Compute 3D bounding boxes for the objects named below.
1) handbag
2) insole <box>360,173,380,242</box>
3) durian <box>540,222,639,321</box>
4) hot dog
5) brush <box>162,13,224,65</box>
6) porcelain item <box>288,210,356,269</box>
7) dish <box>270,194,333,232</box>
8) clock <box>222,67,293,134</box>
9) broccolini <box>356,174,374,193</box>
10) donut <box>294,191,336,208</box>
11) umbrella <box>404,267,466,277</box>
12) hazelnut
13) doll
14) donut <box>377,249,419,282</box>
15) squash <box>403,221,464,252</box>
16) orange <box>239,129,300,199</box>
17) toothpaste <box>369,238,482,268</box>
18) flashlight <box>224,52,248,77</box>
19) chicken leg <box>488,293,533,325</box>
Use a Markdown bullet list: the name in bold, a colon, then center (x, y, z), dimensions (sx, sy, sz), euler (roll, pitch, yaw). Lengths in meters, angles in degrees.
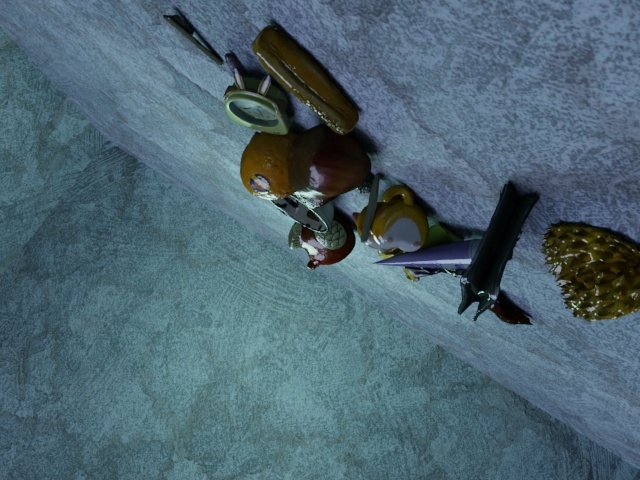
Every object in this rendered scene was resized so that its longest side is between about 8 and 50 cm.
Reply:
- **handbag**: center (0.374, 0.036, 1.219), dimensions (0.079, 0.247, 0.260), euler (23, 165, 18)
- **insole**: center (0.136, -0.086, 1.524), dimensions (0.010, 0.191, 0.063), euler (12, 180, -12)
- **durian**: center (0.554, 0.047, 1.174), dimensions (0.195, 0.186, 0.305), euler (60, 170, -13)
- **hot dog**: center (-0.028, -0.336, 1.205), dimensions (0.289, 0.083, 0.068), euler (40, -174, -29)
- **brush**: center (-0.308, -0.501, 1.405), dimensions (0.034, 0.027, 0.190), euler (28, 175, 43)
- **porcelain item**: center (0.000, 0.000, 2.132), dimensions (0.253, 0.252, 0.253), euler (32, 169, 7)
- **dish**: center (-0.060, -0.150, 1.937), dimensions (0.303, 0.120, 0.303), euler (32, 167, 8)
- **clock**: center (-0.159, -0.351, 1.427), dimensions (0.170, 0.069, 0.232), euler (17, 167, 5)
- **broccolini**: center (0.085, -0.165, 1.643), dimensions (0.067, 0.058, 0.216), euler (35, 170, -28)
- **donut**: center (-0.005, -0.153, 1.673), dimensions (0.085, 0.141, 0.217), euler (53, 177, -12)
- **umbrella**: center (0.389, 0.059, 1.675), dimensions (0.118, 0.118, 0.340), euler (39, 158, -27)
- **hazelnut**: center (0.020, -0.199, 1.424), dimensions (0.186, 0.210, 0.210), euler (57, 169, 4)
- **doll**: center (0.195, -0.043, 1.603), dimensions (0.167, 0.162, 0.270), euler (16, 168, -16)
- **donut**: center (0.294, 0.067, 2.009), dimensions (0.181, 0.078, 0.146), euler (38, 169, 10)
- **squash**: center (0.322, 0.000, 1.652), dimensions (0.090, 0.075, 0.200), euler (19, 155, -30)
- **orange**: center (-0.129, -0.218, 1.606), dimensions (0.193, 0.219, 0.219), euler (40, 169, 2)
- **toothpaste**: center (0.315, 0.041, 1.559), dimensions (0.372, 0.079, 0.125), euler (-4, -172, 42)
- **flashlight**: center (-0.209, -0.428, 1.422), dimensions (0.052, 0.031, 0.110), euler (2, 153, 21)
- **chicken leg**: center (0.593, 0.218, 1.852), dimensions (0.234, 0.063, 0.105), euler (36, 173, -26)
